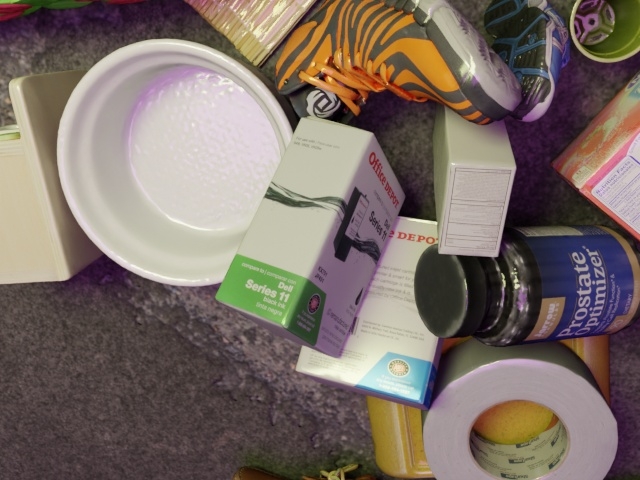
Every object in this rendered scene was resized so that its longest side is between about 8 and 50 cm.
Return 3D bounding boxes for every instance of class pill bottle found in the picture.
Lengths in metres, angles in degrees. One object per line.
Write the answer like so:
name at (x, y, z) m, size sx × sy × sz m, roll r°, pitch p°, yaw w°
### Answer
pill bottle at (0.214, 0.046, 0.631) m, size 0.220 × 0.123 × 0.122 m, roll -2°, pitch 111°, yaw -22°

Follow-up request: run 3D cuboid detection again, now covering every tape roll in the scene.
tape roll at (0.232, 0.221, 0.732) m, size 0.220 × 0.072 × 0.219 m, roll 2°, pitch 110°, yaw 7°

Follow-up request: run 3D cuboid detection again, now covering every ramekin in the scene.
ramekin at (-0.150, -0.096, 0.728) m, size 0.278 × 0.135 × 0.276 m, roll 3°, pitch 109°, yaw 8°

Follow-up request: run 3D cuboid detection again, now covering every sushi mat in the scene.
sushi mat at (-0.027, -0.360, 0.678) m, size 0.151 × 0.019 × 0.316 m, roll 43°, pitch 111°, yaw -8°

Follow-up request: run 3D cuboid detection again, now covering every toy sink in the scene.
toy sink at (-0.357, -0.082, 0.754) m, size 0.131 × 0.152 × 0.234 m, roll -3°, pitch 109°, yaw 10°

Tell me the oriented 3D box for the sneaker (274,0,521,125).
sneaker at (0.059, -0.161, 0.601) m, size 0.125 × 0.321 × 0.180 m, roll 32°, pitch 112°, yaw -33°

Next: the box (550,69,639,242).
box at (0.412, -0.134, 0.632) m, size 0.154 × 0.142 × 0.300 m, roll 37°, pitch 109°, yaw -5°

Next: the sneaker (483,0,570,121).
sneaker at (0.220, -0.191, 0.615) m, size 0.081 × 0.211 × 0.080 m, roll 29°, pitch 139°, yaw -18°

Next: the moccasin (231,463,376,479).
moccasin at (0.055, 0.386, 0.857) m, size 0.381 × 0.139 × 0.146 m, roll 13°, pitch 94°, yaw 17°

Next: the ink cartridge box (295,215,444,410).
ink cartridge box at (0.075, 0.078, 0.716) m, size 0.148 × 0.086 × 0.203 m, roll 11°, pitch 73°, yaw 20°

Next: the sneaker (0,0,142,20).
sneaker at (-0.290, -0.347, 0.629) m, size 0.484 × 0.185 × 0.202 m, roll -2°, pitch 108°, yaw 12°

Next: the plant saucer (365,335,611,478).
plant saucer at (0.217, 0.187, 0.803) m, size 0.333 × 0.081 × 0.332 m, roll -7°, pitch 108°, yaw 11°

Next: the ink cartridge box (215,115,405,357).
ink cartridge box at (0.000, 0.000, 0.636) m, size 0.087 × 0.153 × 0.208 m, roll 17°, pitch 76°, yaw 27°

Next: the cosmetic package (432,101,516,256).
cosmetic package at (0.150, -0.094, 0.623) m, size 0.061 × 0.239 × 0.098 m, roll 5°, pitch 128°, yaw 5°

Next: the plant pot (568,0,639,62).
plant pot at (0.299, -0.234, 0.648) m, size 0.084 × 0.079 × 0.083 m, roll 2°, pitch 108°, yaw 6°
